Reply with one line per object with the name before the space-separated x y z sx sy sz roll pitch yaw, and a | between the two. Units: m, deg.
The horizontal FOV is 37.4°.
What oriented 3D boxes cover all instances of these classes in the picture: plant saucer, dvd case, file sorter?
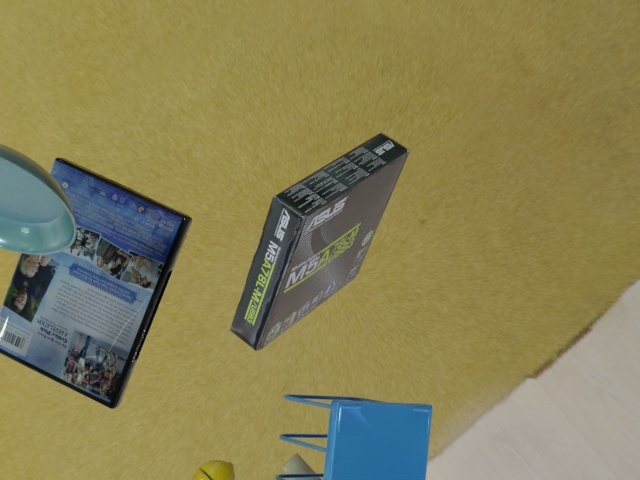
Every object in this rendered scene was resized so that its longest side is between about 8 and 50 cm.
plant saucer | -0.219 -0.033 0.641 0.119 0.119 0.021 17 57 1
dvd case | -0.276 0.052 1.123 0.180 0.022 0.253 24 100 8
file sorter | 0.022 0.234 0.904 0.118 0.104 0.170 10 84 -38

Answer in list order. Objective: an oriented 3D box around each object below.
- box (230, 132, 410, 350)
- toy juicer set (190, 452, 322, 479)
box | 0.000 0.000 0.963 0.045 0.190 0.184 37 130 17
toy juicer set | -0.086 0.377 1.210 0.089 0.329 0.209 -47 64 37
